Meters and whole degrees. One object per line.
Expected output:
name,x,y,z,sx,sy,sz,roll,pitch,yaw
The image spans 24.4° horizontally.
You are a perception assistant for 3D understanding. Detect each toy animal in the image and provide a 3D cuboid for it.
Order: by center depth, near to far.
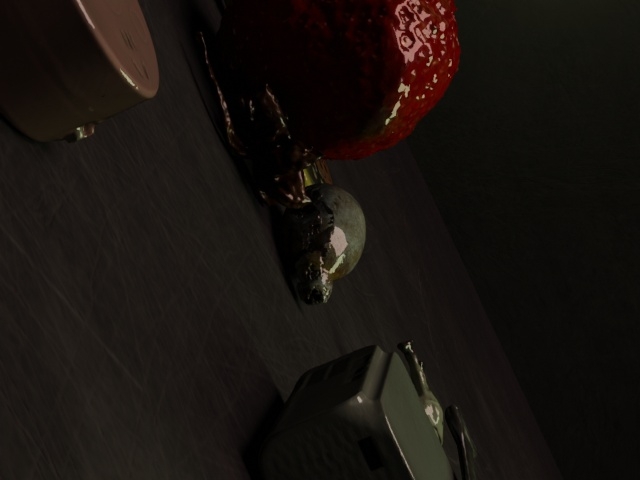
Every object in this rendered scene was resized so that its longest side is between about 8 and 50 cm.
toy animal,0.096,0.197,1.537,0.217,0.073,0.176,51,24,-75

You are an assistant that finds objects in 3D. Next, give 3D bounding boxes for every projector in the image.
projector,0.051,0.219,1.095,0.250,0.108,0.198,64,9,-5

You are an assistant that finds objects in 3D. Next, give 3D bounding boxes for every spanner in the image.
spanner,0.118,0.190,1.165,0.254,0.015,0.054,-84,149,-76

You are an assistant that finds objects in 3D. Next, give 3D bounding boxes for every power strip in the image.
power strip,-0.157,-0.135,0.856,0.154,0.078,0.154,-24,90,-82

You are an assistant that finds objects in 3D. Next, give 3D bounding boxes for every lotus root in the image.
lotus root,0.001,-0.002,1.453,0.165,0.088,0.088,-78,145,-58

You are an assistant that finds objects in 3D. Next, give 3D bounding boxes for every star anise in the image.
star anise,-0.065,-0.114,1.397,0.191,0.070,0.097,65,-18,-3

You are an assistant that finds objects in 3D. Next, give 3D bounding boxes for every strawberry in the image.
strawberry,0.027,-0.188,1.482,0.277,0.257,0.257,-98,163,-55

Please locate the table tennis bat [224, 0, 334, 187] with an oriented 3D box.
table tennis bat,-0.041,-0.165,1.693,0.224,0.054,0.369,-38,108,-80
